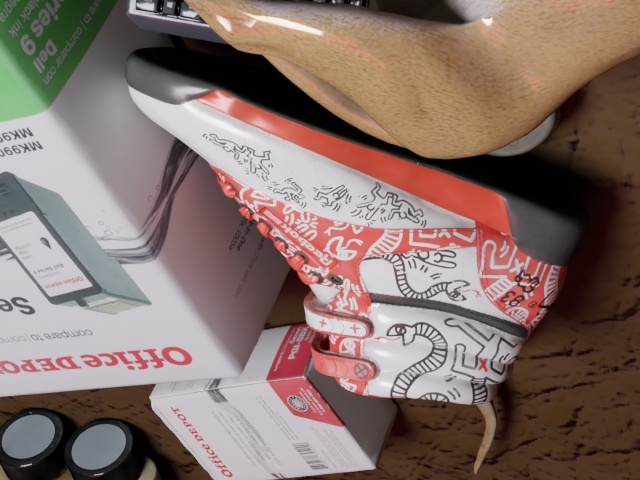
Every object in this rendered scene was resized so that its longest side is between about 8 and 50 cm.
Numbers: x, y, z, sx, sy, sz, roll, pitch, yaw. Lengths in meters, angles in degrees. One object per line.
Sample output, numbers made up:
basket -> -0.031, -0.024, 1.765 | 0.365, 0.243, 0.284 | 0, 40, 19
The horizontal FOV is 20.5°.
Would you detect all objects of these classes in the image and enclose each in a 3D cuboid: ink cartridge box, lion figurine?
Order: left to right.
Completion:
ink cartridge box -> -0.174, -0.045, 1.045 | 0.211, 0.121, 0.289 | -7, 133, 32
ink cartridge box -> -0.032, 0.112, 1.206 | 0.135, 0.056, 0.099 | -11, 130, 35
lion figurine -> 0.120, -0.122, 0.788 | 0.392, 0.142, 0.240 | -18, 123, 37

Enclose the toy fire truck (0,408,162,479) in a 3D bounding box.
toy fire truck -> -0.244, 0.269, 1.341 | 0.217, 0.246, 0.158 | 6, 138, 21

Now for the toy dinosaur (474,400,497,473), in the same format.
toy dinosaur -> 0.080, 0.067, 1.113 | 0.211, 0.064, 0.112 | 47, 163, -21

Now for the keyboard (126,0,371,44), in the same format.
keyboard -> -0.006, -0.145, 0.885 | 0.180, 0.023, 0.108 | 10, 103, 9

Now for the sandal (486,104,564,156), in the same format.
sandal -> 0.023, -0.102, 0.929 | 0.219, 0.060, 0.090 | 32, 141, -11

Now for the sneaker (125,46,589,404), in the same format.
sneaker -> 0.001, 0.001, 0.978 | 0.270, 0.090, 0.145 | 20, 108, -8
